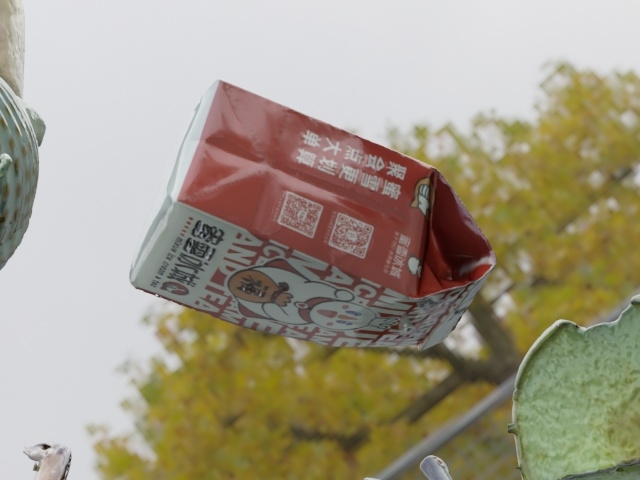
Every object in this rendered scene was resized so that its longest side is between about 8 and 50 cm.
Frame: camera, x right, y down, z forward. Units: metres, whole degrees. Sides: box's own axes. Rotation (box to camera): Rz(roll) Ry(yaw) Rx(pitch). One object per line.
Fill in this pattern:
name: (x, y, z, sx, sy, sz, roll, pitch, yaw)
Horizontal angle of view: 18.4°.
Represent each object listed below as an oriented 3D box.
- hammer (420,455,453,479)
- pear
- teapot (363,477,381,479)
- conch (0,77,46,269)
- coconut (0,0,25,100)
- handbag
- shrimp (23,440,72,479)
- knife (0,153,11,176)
hammer: (0.208, 0.390, 2.635, 0.111, 0.288, 0.033, 25, -70, -39)
pear: (0.353, 0.152, 1.948, 0.292, 0.159, 0.292, -6, -16, -2)
teapot: (0.092, 0.305, 1.971, 0.177, 0.087, 0.096, 19, -84, -30)
conch: (-0.381, -0.046, 1.888, 0.319, 0.215, 0.303, 4, -50, -43)
coconut: (-0.425, -0.180, 2.073, 0.239, 0.244, 0.239, 0, -34, 0)
handbag: (0.000, 0.000, 1.739, 0.171, 0.298, 0.151, 125, 164, -56)
shrimp: (-0.375, 0.324, 2.279, 0.290, 0.054, 0.222, -22, 35, 52)
knife: (-0.281, -0.038, 1.526, 0.207, 0.014, 0.030, -19, 40, 58)
